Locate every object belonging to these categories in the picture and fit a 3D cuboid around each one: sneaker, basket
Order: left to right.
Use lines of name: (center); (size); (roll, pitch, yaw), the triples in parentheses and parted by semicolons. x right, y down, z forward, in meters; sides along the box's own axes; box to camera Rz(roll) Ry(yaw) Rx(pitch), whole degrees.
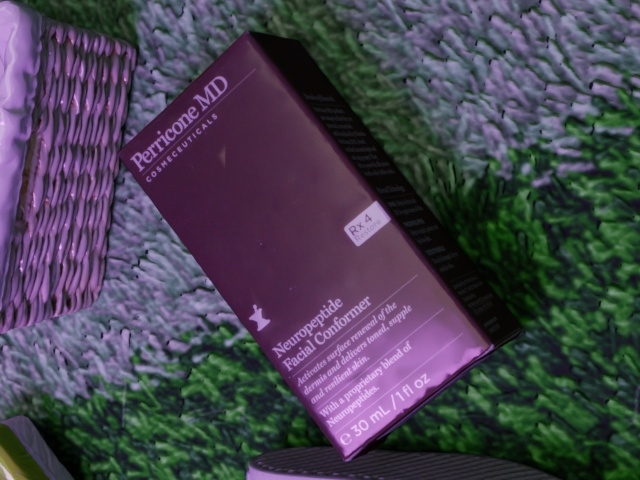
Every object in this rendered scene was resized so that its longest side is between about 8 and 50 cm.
basket: (-0.394, -0.095, 1.286); (0.331, 0.266, 0.328); (13, 98, 19)
sneaker: (0.102, 0.293, 1.219); (0.366, 0.135, 0.150); (3, 102, 29)

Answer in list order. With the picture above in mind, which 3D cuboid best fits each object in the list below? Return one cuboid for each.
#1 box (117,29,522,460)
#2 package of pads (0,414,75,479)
box: (0.000, 0.000, 1.221); (0.191, 0.143, 0.381); (-41, 78, 18)
package of pads: (-0.336, 0.371, 1.367); (0.229, 0.101, 0.296); (-37, 90, 14)
